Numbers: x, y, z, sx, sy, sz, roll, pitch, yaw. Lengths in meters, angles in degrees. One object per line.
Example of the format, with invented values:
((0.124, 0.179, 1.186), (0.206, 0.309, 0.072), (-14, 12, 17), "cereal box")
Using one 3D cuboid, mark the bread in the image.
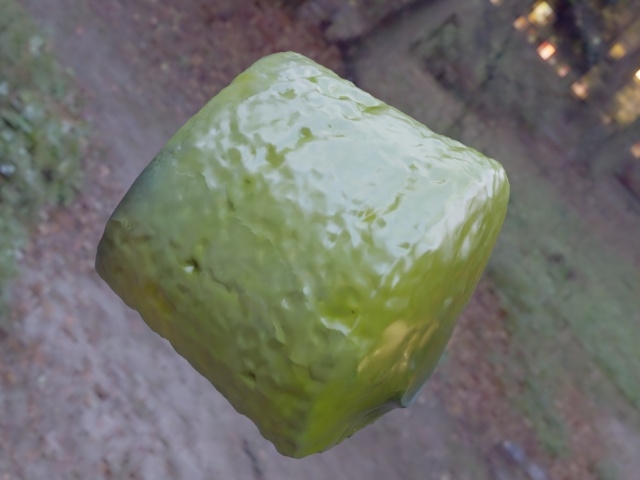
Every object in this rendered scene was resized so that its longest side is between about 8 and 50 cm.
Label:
((0.000, 0.000, 0.560), (0.114, 0.111, 0.129), (34, 17, 11), "bread")
